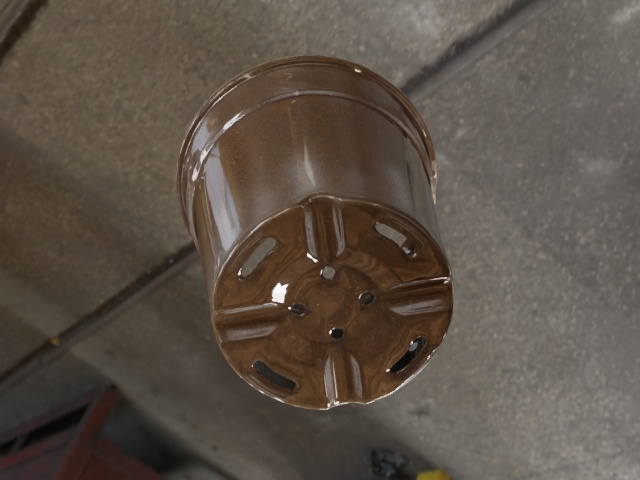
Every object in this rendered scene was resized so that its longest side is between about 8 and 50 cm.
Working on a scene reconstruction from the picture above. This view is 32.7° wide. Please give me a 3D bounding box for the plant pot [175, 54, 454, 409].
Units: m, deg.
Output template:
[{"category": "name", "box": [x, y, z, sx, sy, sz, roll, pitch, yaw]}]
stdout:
[{"category": "plant pot", "box": [0.000, 0.000, 0.621, 0.166, 0.165, 0.167, -3, 118, -5]}]
